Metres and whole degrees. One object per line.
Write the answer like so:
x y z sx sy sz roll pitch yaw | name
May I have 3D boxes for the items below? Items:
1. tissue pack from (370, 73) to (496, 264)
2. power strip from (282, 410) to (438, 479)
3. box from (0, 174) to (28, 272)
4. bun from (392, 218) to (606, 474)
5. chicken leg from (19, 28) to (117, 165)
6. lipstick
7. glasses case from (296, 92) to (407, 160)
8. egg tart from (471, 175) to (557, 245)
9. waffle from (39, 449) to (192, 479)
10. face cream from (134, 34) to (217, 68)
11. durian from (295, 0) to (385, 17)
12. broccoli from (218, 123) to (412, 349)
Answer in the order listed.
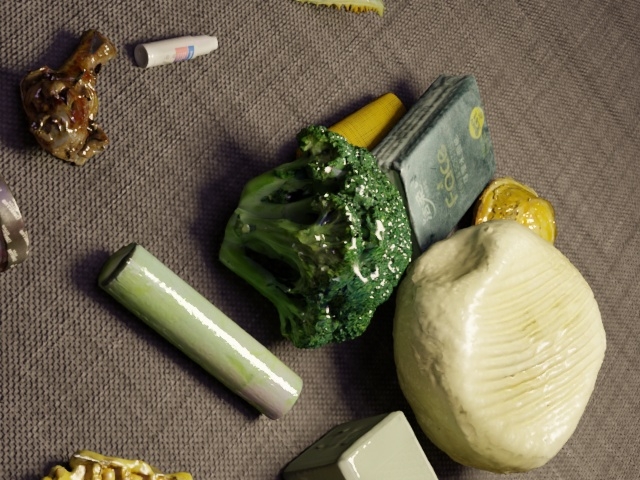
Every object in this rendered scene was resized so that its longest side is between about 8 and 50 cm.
0.168 -0.109 1.912 0.257 0.081 0.185 -49 134 -38 | tissue pack
0.077 0.361 1.680 0.139 0.140 0.224 -32 96 -42 | power strip
-0.424 -0.015 1.408 0.135 0.151 0.151 -29 94 -32 | box
0.234 0.154 1.812 0.349 0.227 0.352 -17 94 -40 | bun
-0.319 -0.187 1.598 0.125 0.080 0.196 24 53 -42 | chicken leg
-0.152 0.116 1.623 0.304 0.076 0.076 40 55 -21 | lipstick
0.052 -0.149 1.878 0.234 0.064 0.079 -35 101 -41 | glasses case
0.317 -0.013 2.019 0.191 0.074 0.191 1 89 -43 | egg tart
-0.226 0.368 1.493 0.262 0.060 0.280 -37 101 -43 | waffle
-0.195 -0.264 1.741 0.130 0.034 0.034 -20 88 -41 | face cream
0.001 -0.435 1.886 0.144 0.139 0.252 -52 128 -36 | durian
0.000 0.000 1.699 0.245 0.265 0.294 18 77 2 | broccoli
